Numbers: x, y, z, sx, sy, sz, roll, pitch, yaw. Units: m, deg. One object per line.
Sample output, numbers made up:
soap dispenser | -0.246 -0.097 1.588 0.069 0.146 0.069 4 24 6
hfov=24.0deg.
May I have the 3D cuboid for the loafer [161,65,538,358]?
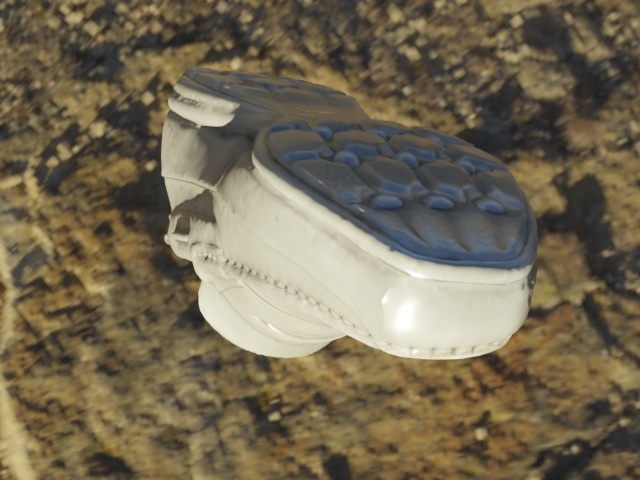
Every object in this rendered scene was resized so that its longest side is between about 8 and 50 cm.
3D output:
loafer | 0.000 0.000 0.640 0.112 0.319 0.112 4 102 -17
